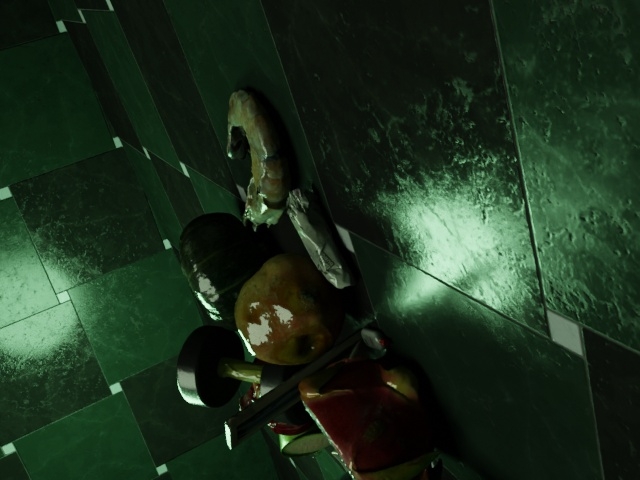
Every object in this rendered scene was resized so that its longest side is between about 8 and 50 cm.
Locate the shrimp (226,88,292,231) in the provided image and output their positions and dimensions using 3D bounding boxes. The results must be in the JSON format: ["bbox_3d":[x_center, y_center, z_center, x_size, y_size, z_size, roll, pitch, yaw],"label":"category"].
[{"bbox_3d":[-0.128,-0.140,1.322,0.360,0.085,0.246,103,144,-59],"label":"shrimp"}]

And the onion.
[{"bbox_3d":[-0.112,0.407,1.840,0.252,0.219,0.252,164,90,-77],"label":"onion"}]

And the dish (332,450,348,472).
[{"bbox_3d":[0.125,0.588,1.702,0.151,0.077,0.212,63,162,-10],"label":"dish"}]

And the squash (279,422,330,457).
[{"bbox_3d":[-0.045,0.541,1.973,0.170,0.170,0.122,83,166,-49],"label":"squash"}]

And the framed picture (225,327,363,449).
[{"bbox_3d":[-0.051,0.294,1.361,0.024,0.315,0.232,53,161,17],"label":"framed picture"}]

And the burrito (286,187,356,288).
[{"bbox_3d":[0.000,0.001,1.205,0.203,0.064,0.064,63,162,-8],"label":"burrito"}]

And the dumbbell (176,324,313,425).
[{"bbox_3d":[-0.164,0.318,1.660,0.323,0.203,0.203,2,126,29],"label":"dumbbell"}]

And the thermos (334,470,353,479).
[{"bbox_3d":[0.083,0.557,1.438,0.144,0.287,0.182,61,160,-2],"label":"thermos"}]

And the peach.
[{"bbox_3d":[-0.056,0.128,1.306,0.214,0.214,0.235,57,153,13],"label":"peach"}]

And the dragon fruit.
[{"bbox_3d":[0.105,0.332,1.242,0.290,0.189,0.290,55,169,16],"label":"dragon fruit"}]

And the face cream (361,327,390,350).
[{"bbox_3d":[0.102,0.181,1.255,0.040,0.021,0.083,64,162,-10],"label":"face cream"}]

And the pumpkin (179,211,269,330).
[{"bbox_3d":[-0.213,0.067,1.644,0.300,0.207,0.300,55,175,7],"label":"pumpkin"}]
